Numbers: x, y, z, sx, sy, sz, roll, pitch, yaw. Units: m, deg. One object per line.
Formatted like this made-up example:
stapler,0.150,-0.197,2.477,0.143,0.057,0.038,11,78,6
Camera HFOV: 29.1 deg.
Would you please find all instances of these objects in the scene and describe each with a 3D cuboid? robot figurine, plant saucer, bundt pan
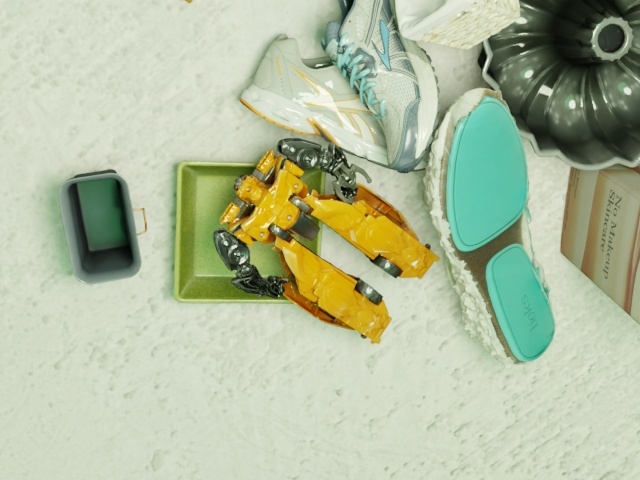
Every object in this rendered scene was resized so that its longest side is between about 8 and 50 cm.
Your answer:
robot figurine,0.000,0.000,1.533,0.291,0.085,0.211,36,90,-28
plant saucer,-0.094,-0.014,1.587,0.188,0.045,0.188,1,106,-9
bundt pan,0.343,-0.259,1.539,0.331,0.124,0.330,-2,106,-8

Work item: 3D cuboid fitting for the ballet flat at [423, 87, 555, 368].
ballet flat,0.191,-0.012,1.553,0.147,0.147,0.408,-19,122,-3

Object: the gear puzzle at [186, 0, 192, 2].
gear puzzle,-0.223,-0.434,1.446,0.175,0.044,0.339,-38,112,-6

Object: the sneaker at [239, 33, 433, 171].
sneaker,0.040,-0.172,1.536,0.262,0.099,0.121,20,98,-15

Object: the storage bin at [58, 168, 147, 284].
storage bin,-0.267,-0.028,1.533,0.098,0.091,0.135,-9,109,-6

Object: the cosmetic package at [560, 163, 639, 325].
cosmetic package,0.414,-0.003,1.535,0.129,0.296,0.153,2,106,-10

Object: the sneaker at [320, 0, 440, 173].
sneaker,0.060,-0.212,1.473,0.122,0.110,0.283,-2,72,-19

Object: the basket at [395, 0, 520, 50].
basket,0.157,-0.316,1.423,0.103,0.113,0.167,10,67,-36
